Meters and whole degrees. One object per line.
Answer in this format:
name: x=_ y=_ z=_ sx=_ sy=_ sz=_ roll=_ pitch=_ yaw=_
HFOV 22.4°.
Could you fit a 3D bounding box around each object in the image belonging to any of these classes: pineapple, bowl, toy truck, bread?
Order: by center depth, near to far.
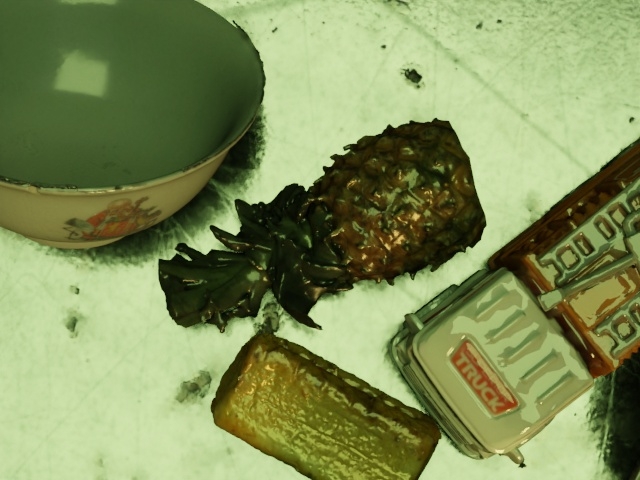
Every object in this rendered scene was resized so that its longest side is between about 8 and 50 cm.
bowl: x=-0.226 y=-0.096 z=1.484 sx=0.345 sy=0.346 sz=0.157 roll=8 pitch=129 yaw=-1
toy truck: x=0.255 y=0.038 z=1.486 sx=0.387 sy=0.207 sz=0.173 roll=-38 pitch=87 yaw=-4
pineapple: x=0.000 y=0.000 z=1.513 sx=0.310 sy=0.141 sz=0.170 roll=-22 pitch=49 yaw=0
bread: x=0.004 y=0.171 z=1.523 sx=0.211 sy=0.083 sz=0.114 roll=30 pitch=105 yaw=-1

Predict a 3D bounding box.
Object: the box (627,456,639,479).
box: x=0.370 y=0.150 z=1.563 sx=0.055 sy=0.039 sz=0.218 roll=27 pitch=85 yaw=2
